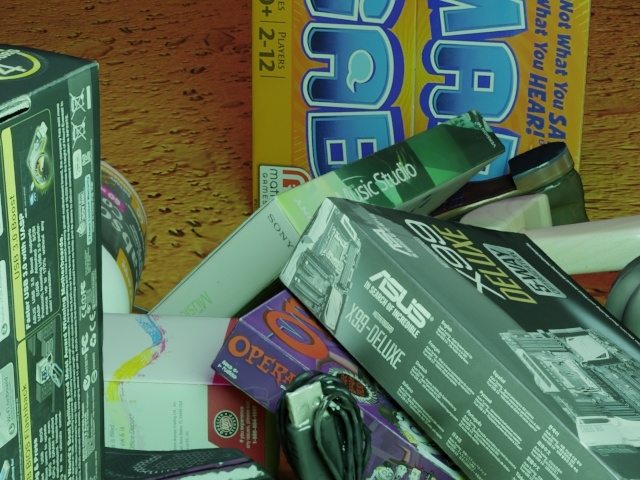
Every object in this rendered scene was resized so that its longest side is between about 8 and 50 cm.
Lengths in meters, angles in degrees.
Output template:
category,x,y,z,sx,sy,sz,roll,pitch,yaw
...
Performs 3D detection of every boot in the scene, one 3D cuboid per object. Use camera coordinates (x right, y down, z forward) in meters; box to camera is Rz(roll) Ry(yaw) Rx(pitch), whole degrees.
category,x,y,z,sx,sy,sz,roll,pitch,yaw
boot,0.173,-0.010,1.643,0.219,0.106,0.082,-23,19,18

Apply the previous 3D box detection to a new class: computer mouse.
category,x,y,z,sx,sy,sz,roll,pitch,yaw
computer mouse,-0.098,0.184,0.997,0.272,0.188,0.072,-6,28,9

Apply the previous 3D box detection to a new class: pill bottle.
category,x,y,z,sx,sy,sz,roll,pitch,yaw
pill bottle,-0.236,0.037,1.357,0.162,0.162,0.278,0,21,-2

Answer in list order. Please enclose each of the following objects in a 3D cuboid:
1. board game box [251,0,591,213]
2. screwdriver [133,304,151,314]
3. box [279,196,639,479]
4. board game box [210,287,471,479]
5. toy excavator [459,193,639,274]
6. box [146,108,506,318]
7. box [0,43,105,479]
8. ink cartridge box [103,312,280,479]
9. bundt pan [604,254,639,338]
category,x,y,z,sx,sy,sz,roll,pitch,yaw
board game box,0.128,-0.239,1.826,0.356,0.356,0.356,4,21,9
screwdriver,-0.192,0.057,1.514,0.170,0.024,0.025,19,-2,26
box,0.150,0.096,1.101,0.242,0.076,0.307,11,27,-47
board game box,0.071,0.094,1.178,0.208,0.056,0.347,31,18,9
toy excavator,0.413,-0.034,1.492,0.445,0.222,0.433,-18,14,-35
box,0.000,0.000,1.411,0.058,0.232,0.322,54,38,6
box,-0.215,0.129,0.785,0.097,0.394,0.318,10,23,18
ink cartridge box,-0.121,0.133,1.152,0.176,0.128,0.127,3,20,3
bundt pan,0.372,0.048,1.263,0.331,0.124,0.331,-15,7,2
